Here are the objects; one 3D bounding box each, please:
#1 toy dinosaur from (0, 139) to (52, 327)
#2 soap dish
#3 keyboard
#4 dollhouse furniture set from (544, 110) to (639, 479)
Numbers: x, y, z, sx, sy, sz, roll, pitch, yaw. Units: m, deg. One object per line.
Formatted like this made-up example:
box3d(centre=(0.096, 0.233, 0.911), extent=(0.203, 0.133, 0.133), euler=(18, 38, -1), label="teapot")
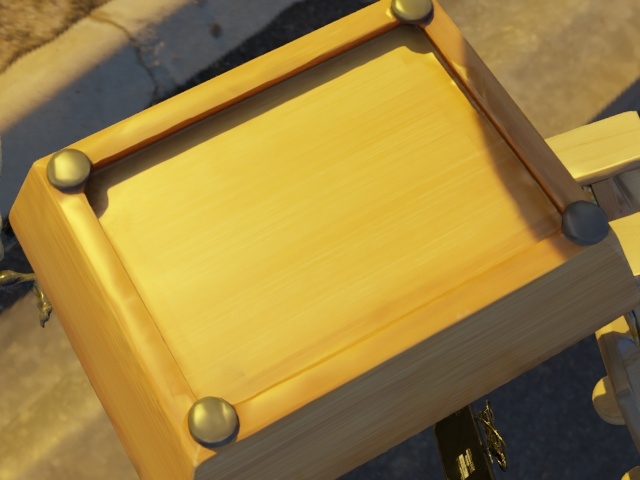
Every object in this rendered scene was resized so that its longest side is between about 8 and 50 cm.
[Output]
box3d(centre=(-0.282, 0.008, 0.944), extent=(0.118, 0.064, 0.268), euler=(16, 88, -15), label="toy dinosaur")
box3d(centre=(0.000, 0.000, 0.597), extent=(0.291, 0.229, 0.118), euler=(-27, 158, -13), label="soap dish")
box3d(centre=(0.197, 0.276, 1.337), extent=(0.038, 0.192, 0.100), euler=(25, 121, -27), label="keyboard")
box3d(centre=(0.252, 0.163, 0.995), extent=(0.256, 0.394, 0.362), euler=(-19, 130, 15), label="dollhouse furniture set")
